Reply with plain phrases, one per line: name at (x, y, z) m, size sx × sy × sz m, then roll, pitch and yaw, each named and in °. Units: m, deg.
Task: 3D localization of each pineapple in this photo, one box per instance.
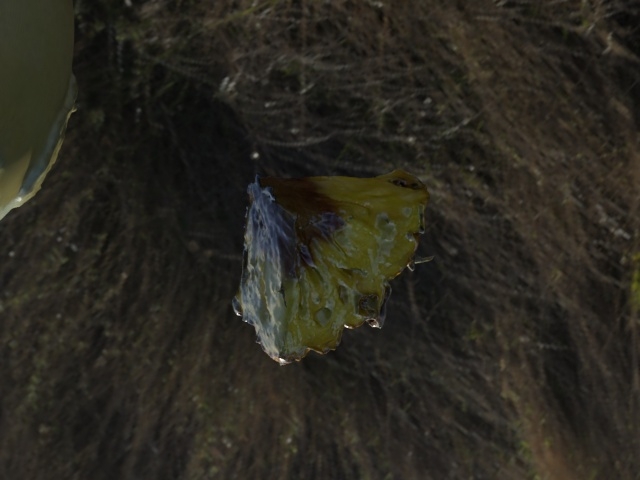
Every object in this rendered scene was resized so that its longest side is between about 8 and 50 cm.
pineapple at (0.000, 0.000, 0.604) m, size 0.069 × 0.137 × 0.116 m, roll 42°, pitch 175°, yaw 46°

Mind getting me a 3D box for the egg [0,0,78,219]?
egg at (-0.188, -0.079, 0.455) m, size 0.164 × 0.201 × 0.164 m, roll 19°, pitch 177°, yaw 1°
